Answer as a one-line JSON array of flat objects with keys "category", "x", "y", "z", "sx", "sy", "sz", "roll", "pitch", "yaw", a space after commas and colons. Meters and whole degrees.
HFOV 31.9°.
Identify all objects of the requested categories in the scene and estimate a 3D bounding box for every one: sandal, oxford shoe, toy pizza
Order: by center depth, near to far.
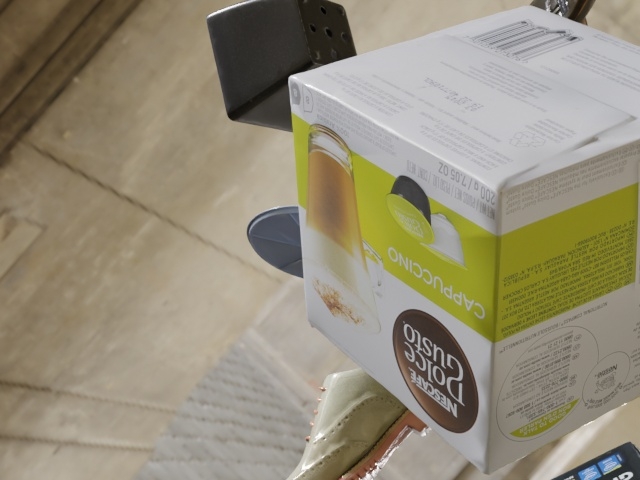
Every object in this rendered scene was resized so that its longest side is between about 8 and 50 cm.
[{"category": "sandal", "x": 0.308, "y": -0.281, "z": 1.369, "sx": 0.060, "sy": 0.219, "sz": 0.090, "roll": 10, "pitch": 54, "yaw": -19}, {"category": "toy pizza", "x": 0.000, "y": 0.000, "z": 1.514, "sx": 0.201, "sy": 0.032, "sz": 0.201, "roll": 9, "pitch": -29, "yaw": 5}, {"category": "oxford shoe", "x": 0.033, "y": 0.271, "z": 1.561, "sx": 0.146, "sy": 0.397, "sz": 0.140, "roll": 48, "pitch": -13, "yaw": 15}]

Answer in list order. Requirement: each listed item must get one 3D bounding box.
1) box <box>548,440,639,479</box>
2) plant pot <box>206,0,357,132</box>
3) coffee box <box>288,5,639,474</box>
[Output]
[{"category": "box", "x": 0.182, "y": 0.353, "z": 0.943, "sx": 0.257, "sy": 0.322, "sz": 0.079, "roll": 61, "pitch": 6, "yaw": -13}, {"category": "plant pot", "x": -0.047, "y": -0.298, "z": 1.796, "sx": 0.188, "sy": 0.167, "sz": 0.187, "roll": 4, "pitch": 67, "yaw": -49}, {"category": "coffee box", "x": 0.203, "y": -0.019, "z": 1.210, "sx": 0.337, "sy": 0.338, "sz": 0.334, "roll": 37, "pitch": -41, "yaw": 46}]
